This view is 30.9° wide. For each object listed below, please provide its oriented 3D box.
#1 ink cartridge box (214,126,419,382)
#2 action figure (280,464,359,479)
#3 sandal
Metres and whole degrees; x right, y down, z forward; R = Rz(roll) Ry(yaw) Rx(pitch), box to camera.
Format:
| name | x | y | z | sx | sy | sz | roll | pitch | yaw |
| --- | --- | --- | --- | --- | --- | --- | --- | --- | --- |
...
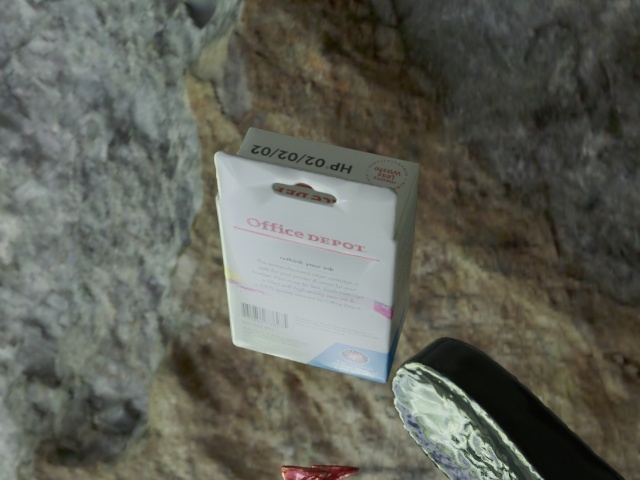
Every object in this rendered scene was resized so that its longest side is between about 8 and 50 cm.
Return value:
| name | x | y | z | sx | sy | sz | roll | pitch | yaw |
| --- | --- | --- | --- | --- | --- | --- | --- | --- | --- |
| ink cartridge box | 0.000 | 0.000 | 0.676 | 0.104 | 0.062 | 0.181 | 13 | -38 | 10 |
| action figure | 0.029 | 0.342 | 1.007 | 0.139 | 0.091 | 0.281 | -2 | -99 | 34 |
| sandal | 0.196 | 0.248 | 0.767 | 0.445 | 0.107 | 0.168 | 39 | -29 | 28 |
